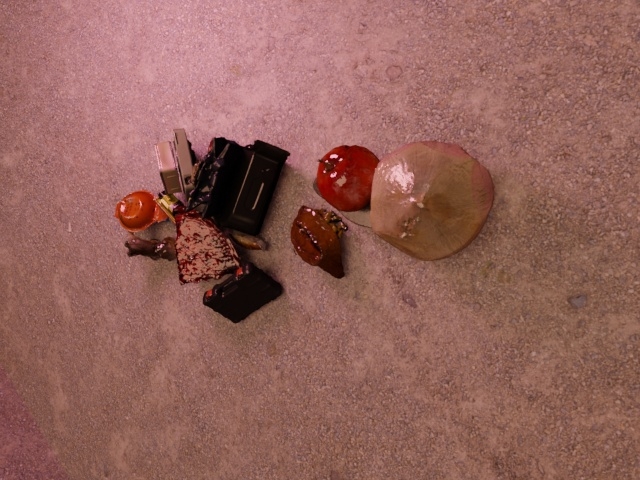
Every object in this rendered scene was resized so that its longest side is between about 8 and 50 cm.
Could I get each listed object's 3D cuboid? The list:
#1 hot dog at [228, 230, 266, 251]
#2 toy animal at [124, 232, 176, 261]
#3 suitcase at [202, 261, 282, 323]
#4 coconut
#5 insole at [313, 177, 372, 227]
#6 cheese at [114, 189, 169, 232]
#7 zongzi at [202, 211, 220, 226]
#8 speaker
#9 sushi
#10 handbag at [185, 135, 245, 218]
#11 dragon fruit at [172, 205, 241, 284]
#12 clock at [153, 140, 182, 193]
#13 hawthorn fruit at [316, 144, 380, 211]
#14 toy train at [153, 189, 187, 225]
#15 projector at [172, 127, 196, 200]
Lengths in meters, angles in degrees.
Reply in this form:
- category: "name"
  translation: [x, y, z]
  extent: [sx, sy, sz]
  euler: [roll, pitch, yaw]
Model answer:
- category: "hot dog"
  translation: [-0.311, 0.004, 1.755]
  extent: [0.192, 0.099, 0.053]
  euler: [18, 71, 26]
- category: "toy animal"
  translation: [-0.781, 0.031, 1.925]
  extent: [0.168, 0.233, 0.121]
  euler: [-2, 79, 63]
- category: "suitcase"
  translation: [-0.324, 0.222, 1.727]
  extent: [0.285, 0.206, 0.066]
  euler: [-35, 35, 22]
- category: "coconut"
  translation: [0.338, -0.125, 1.319]
  extent: [0.404, 0.404, 0.405]
  euler: [1, 93, 23]
- category: "insole"
  translation: [0.102, -0.149, 1.613]
  extent: [0.327, 0.007, 0.111]
  euler: [35, 105, 18]
- category: "cheese"
  translation: [-0.804, -0.137, 1.935]
  extent: [0.328, 0.129, 0.217]
  euler: [1, 74, 10]
- category: "zongzi"
  translation: [-0.458, -0.125, 1.840]
  extent: [0.104, 0.052, 0.113]
  euler: [38, 94, 9]
- category: "speaker"
  translation: [-0.263, -0.199, 1.642]
  extent: [0.179, 0.184, 0.389]
  euler: [17, 103, -18]
- category: "sushi"
  translation: [-0.001, -0.004, 1.596]
  extent: [0.296, 0.179, 0.167]
  euler: [50, 134, 30]
- category: "handbag"
  translation: [-0.416, -0.255, 1.651]
  extent: [0.121, 0.329, 0.304]
  euler: [22, 101, -3]
- category: "dragon fruit"
  translation: [-0.477, -0.002, 1.780]
  extent: [0.285, 0.228, 0.330]
  euler: [-13, 95, 4]
- category: "clock"
  translation: [-0.633, -0.298, 1.738]
  extent: [0.071, 0.192, 0.147]
  euler: [-13, 70, -16]
- category: "hawthorn fruit"
  translation: [0.078, -0.231, 1.467]
  extent: [0.241, 0.271, 0.242]
  euler: [-12, 73, 44]
- category: "toy train"
  translation: [-0.647, -0.147, 1.831]
  extent: [0.089, 0.127, 0.219]
  euler: [-39, 80, -24]
- category: "projector"
  translation: [-0.569, -0.316, 1.785]
  extent: [0.079, 0.259, 0.258]
  euler: [-11, 88, -18]
